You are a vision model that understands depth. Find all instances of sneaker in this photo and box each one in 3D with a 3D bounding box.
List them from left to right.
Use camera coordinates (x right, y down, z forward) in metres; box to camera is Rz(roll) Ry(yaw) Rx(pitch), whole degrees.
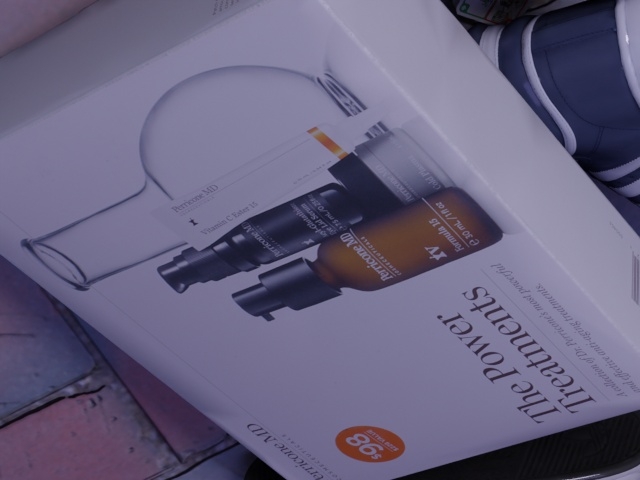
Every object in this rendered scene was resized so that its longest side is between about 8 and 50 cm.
[{"bbox_3d":[0.099,0.216,1.104,0.296,0.123,0.178,-7,127,2],"label":"sneaker"},{"bbox_3d":[0.179,-0.065,0.942,0.153,0.099,0.282,-10,152,22],"label":"sneaker"}]

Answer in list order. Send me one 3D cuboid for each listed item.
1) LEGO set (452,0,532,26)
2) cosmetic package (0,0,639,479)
[{"bbox_3d":[0.097,-0.251,0.835,0.182,0.060,0.244,11,122,-35],"label":"LEGO set"},{"bbox_3d":[0.000,0.000,0.877,0.284,0.097,0.377,-21,131,34],"label":"cosmetic package"}]
